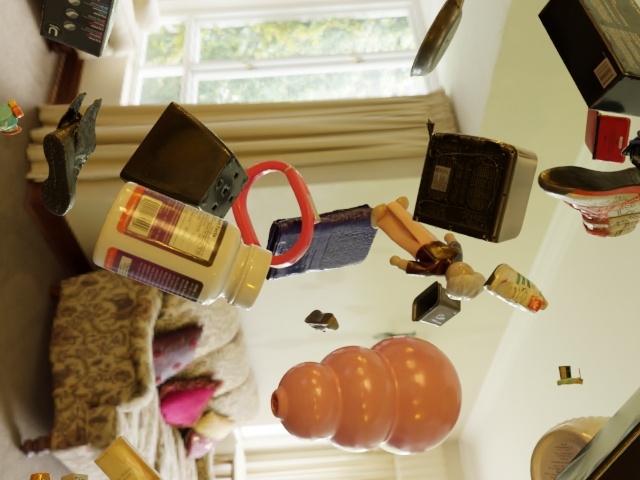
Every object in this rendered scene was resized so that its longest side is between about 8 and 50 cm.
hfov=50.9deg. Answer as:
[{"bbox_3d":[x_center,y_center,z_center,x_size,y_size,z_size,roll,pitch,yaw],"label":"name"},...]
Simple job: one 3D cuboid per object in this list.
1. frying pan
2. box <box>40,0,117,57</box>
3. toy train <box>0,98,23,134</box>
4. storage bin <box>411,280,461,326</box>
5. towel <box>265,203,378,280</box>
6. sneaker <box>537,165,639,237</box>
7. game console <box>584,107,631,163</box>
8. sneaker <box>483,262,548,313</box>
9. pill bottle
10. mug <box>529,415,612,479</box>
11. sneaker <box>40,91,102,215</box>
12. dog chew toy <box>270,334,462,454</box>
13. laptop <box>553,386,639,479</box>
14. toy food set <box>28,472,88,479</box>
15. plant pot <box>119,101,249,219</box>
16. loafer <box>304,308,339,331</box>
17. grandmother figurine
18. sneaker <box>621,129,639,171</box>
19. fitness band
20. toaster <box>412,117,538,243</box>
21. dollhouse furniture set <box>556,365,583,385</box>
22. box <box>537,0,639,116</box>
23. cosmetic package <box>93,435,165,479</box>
[{"bbox_3d":[0.286,-0.498,1.461,0.326,0.053,0.197,-61,173,14],"label":"frying pan"},{"bbox_3d":[-0.505,-0.565,1.464,0.270,0.143,0.165,131,-28,-50],"label":"box"},{"bbox_3d":[-0.538,-0.171,1.049,0.046,0.166,0.125,73,29,-44],"label":"toy train"},{"bbox_3d":[0.335,0.185,1.928,0.135,0.091,0.098,-48,-155,45],"label":"storage bin"},{"bbox_3d":[0.000,0.000,1.841,0.227,0.308,0.076,109,-36,-47],"label":"towel"},{"bbox_3d":[0.542,-0.069,1.349,0.090,0.270,0.145,-110,-156,-46],"label":"sneaker"},{"bbox_3d":[0.778,-0.295,1.830,0.085,0.124,0.144,-53,144,-37],"label":"game console"},{"bbox_3d":[0.342,0.087,1.153,0.075,0.161,0.057,39,-78,37],"label":"sneaker"},{"bbox_3d":[-0.162,0.014,0.812,0.108,0.193,0.108,-157,-90,-80],"label":"pill bottle"},{"bbox_3d":[0.656,0.524,1.440,0.374,0.328,0.276,1,-107,56],"label":"mug"},{"bbox_3d":[-0.356,-0.122,0.969,0.089,0.051,0.170,-61,171,-51],"label":"sneaker"},{"bbox_3d":[0.076,0.270,1.155,0.206,0.332,0.206,-178,-90,-64],"label":"dog chew toy"},{"bbox_3d":[0.597,0.367,1.072,0.236,0.382,0.408,43,2,19],"label":"laptop"},{"bbox_3d":[-0.529,0.559,1.421,0.232,0.111,0.104,37,39,-53],"label":"toy food set"},{"bbox_3d":[-0.258,-0.136,1.376,0.188,0.167,0.187,-59,162,-12],"label":"plant pot"},{"bbox_3d":[0.003,0.230,1.883,0.050,0.056,0.148,53,-19,-16],"label":"loafer"},{"bbox_3d":[0.259,0.025,1.621,0.342,0.208,0.104,45,-28,37],"label":"grandmother figurine"},{"bbox_3d":[0.610,-0.205,1.146,0.315,0.182,0.127,51,0,-39],"label":"sneaker"},{"bbox_3d":[-0.120,-0.071,1.718,0.054,0.209,0.291,26,38,-62],"label":"fitness band"},{"bbox_3d":[0.258,-0.099,1.137,0.110,0.168,0.185,-3,106,-51],"label":"toaster"},{"bbox_3d":[0.754,0.410,2.047,0.152,0.076,0.058,32,53,-69],"label":"dollhouse furniture set"},{"bbox_3d":[0.567,-0.373,1.313,0.103,0.184,0.261,123,-39,-50],"label":"box"},{"bbox_3d":[-0.314,0.386,1.118,0.115,0.060,0.041,43,-18,5],"label":"cosmetic package"}]
